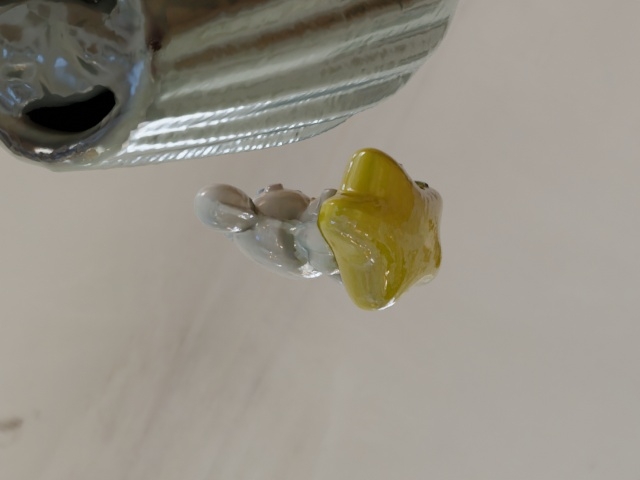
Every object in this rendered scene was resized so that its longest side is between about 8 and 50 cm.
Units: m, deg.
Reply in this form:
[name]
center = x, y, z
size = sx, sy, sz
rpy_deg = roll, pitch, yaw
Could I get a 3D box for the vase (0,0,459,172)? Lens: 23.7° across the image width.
[vase]
center = -0.032, -0.085, 0.504
size = 0.128, 0.128, 0.248
rpy_deg = 29, -155, 9

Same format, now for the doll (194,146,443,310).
[doll]
center = 0.004, 0.002, 0.755
size = 0.113, 0.072, 0.135
rpy_deg = 5, 166, 10
